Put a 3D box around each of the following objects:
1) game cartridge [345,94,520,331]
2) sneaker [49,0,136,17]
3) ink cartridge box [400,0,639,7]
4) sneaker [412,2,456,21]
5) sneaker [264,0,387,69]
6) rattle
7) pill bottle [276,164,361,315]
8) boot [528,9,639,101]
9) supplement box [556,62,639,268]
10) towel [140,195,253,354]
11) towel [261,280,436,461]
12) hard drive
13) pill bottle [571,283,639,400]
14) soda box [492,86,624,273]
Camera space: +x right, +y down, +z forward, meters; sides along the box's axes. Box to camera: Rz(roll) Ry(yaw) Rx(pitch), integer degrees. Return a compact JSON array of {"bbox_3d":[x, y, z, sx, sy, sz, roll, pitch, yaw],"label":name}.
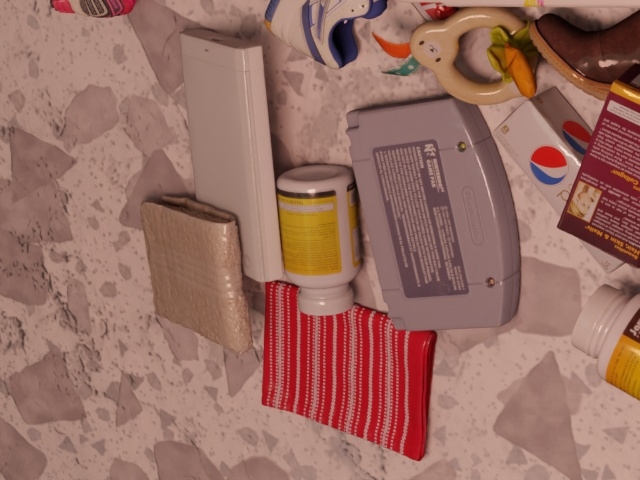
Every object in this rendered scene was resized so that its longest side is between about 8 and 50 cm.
[{"bbox_3d":[0.147,-0.032,1.946,0.196,0.060,0.294,-4,104,40],"label":"game cartridge"},{"bbox_3d":[-0.290,-0.447,2.081,0.112,0.121,0.299,9,114,1],"label":"sneaker"},{"bbox_3d":[0.225,-0.366,1.687,0.353,0.119,0.207,9,121,44],"label":"ink cartridge box"},{"bbox_3d":[0.140,-0.303,1.857,0.118,0.042,0.067,48,131,14],"label":"sneaker"},{"bbox_3d":[0.043,-0.340,1.883,0.131,0.112,0.296,38,134,12],"label":"sneaker"},{"bbox_3d":[0.150,-0.197,1.803,0.200,0.142,0.130,7,138,5],"label":"rattle"},{"bbox_3d":[0.000,0.000,2.030,0.103,0.103,0.184,7,110,34],"label":"pill bottle"},{"bbox_3d":[0.372,-0.238,1.709,0.248,0.090,0.207,39,113,20],"label":"boot"},{"bbox_3d":[0.341,-0.080,1.674,0.104,0.081,0.188,28,122,18],"label":"supplement box"},{"bbox_3d":[-0.170,0.041,2.140,0.282,0.049,0.187,19,121,60],"label":"towel"},{"bbox_3d":[0.033,0.176,2.120,0.275,0.031,0.198,17,115,30],"label":"towel"},{"bbox_3d":[-0.120,-0.116,2.062,0.203,0.040,0.307,26,124,59],"label":"hard drive"},{"bbox_3d":[0.397,0.135,1.766,0.215,0.117,0.117,30,122,24],"label":"pill bottle"},{"bbox_3d":[0.302,-0.071,1.806,0.216,0.074,0.069,51,128,9],"label":"soda box"}]
